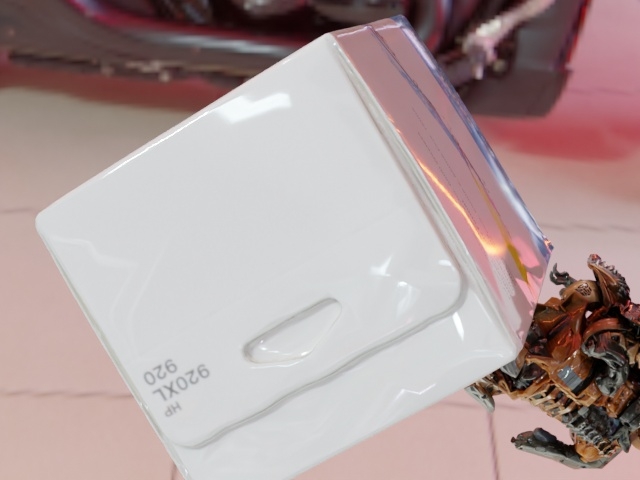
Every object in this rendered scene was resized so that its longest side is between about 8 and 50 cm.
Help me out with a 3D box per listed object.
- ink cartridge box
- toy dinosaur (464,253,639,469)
[{"bbox_3d":[0.000,0.000,0.779,0.171,0.168,0.232,-31,3,15],"label":"ink cartridge box"},{"bbox_3d":[0.246,0.075,1.070,0.322,0.218,0.164,7,26,-33],"label":"toy dinosaur"}]
